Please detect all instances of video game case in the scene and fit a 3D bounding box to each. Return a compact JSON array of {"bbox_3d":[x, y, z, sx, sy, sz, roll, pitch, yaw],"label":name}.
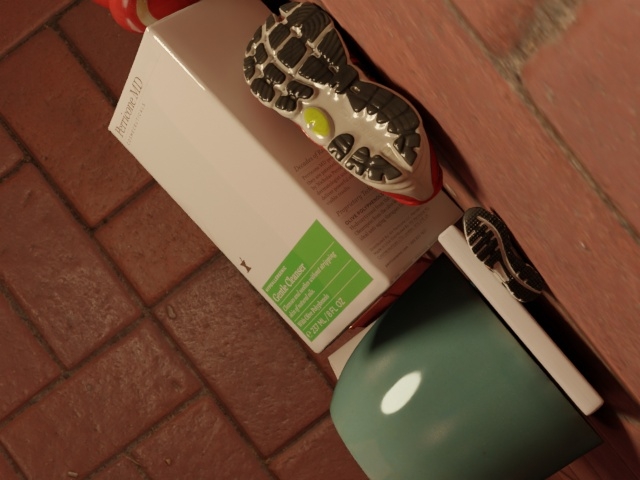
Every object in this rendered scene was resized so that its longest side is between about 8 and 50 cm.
[{"bbox_3d":[0.216,0.089,1.017,0.227,0.026,0.206,51,-175,15],"label":"video game case"}]

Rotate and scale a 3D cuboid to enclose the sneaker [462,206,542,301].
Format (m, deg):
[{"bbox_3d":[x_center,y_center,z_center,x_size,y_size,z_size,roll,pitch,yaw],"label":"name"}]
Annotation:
[{"bbox_3d":[0.166,0.012,0.900,0.109,0.040,0.044,53,180,-17],"label":"sneaker"}]

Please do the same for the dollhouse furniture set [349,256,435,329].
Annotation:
[{"bbox_3d":[0.000,0.000,1.378,0.201,0.152,0.374,52,-162,27],"label":"dollhouse furniture set"}]

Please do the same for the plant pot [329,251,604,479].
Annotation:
[{"bbox_3d":[0.155,0.200,1.156,0.293,0.235,0.293,49,-173,-8],"label":"plant pot"}]

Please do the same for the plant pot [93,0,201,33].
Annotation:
[{"bbox_3d":[-0.198,-0.331,1.028,0.174,0.191,0.191,48,177,15],"label":"plant pot"}]

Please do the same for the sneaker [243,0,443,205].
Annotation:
[{"bbox_3d":[0.020,-0.128,0.939,0.279,0.107,0.118,54,-171,33],"label":"sneaker"}]

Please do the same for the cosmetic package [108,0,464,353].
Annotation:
[{"bbox_3d":[-0.046,-0.081,1.060,0.365,0.155,0.197,45,143,6],"label":"cosmetic package"}]

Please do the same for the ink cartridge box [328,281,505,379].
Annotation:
[{"bbox_3d":[0.158,0.184,1.376,0.171,0.232,0.168,53,178,-12],"label":"ink cartridge box"}]

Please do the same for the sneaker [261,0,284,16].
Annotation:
[{"bbox_3d":[-0.069,-0.271,1.092,0.170,0.051,0.089,54,-177,35],"label":"sneaker"}]
